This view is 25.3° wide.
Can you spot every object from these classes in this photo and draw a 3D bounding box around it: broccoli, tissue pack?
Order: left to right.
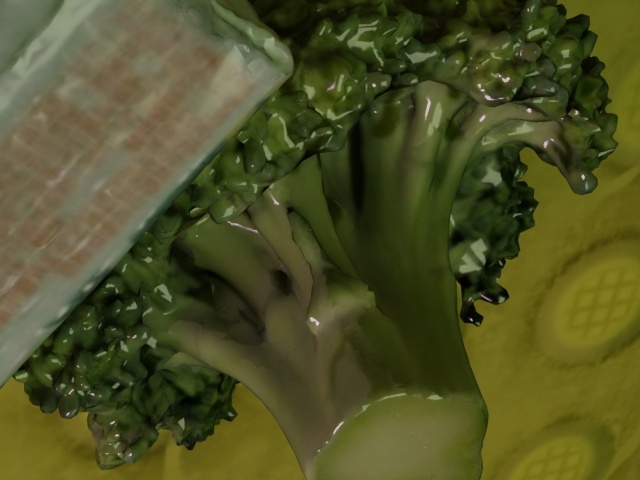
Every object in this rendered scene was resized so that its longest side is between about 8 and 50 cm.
[{"bbox_3d":[-0.184,-0.034,0.534,0.311,0.228,0.128,-48,133,13],"label":"tissue pack"},{"bbox_3d":[-0.014,-0.013,0.649,0.235,0.260,0.288,31,114,-6],"label":"broccoli"}]
